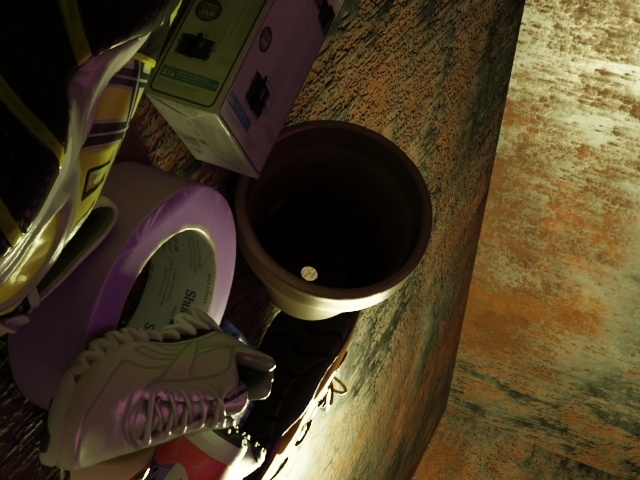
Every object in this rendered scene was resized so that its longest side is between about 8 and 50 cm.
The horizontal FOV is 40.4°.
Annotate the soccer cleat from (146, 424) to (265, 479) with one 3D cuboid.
[{"bbox_3d":[-0.141,0.263,1.029,0.116,0.109,0.318,-53,172,-11],"label":"soccer cleat"}]

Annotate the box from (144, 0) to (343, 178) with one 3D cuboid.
[{"bbox_3d":[-0.069,-0.237,0.972,0.290,0.087,0.169,-66,161,-15],"label":"box"}]

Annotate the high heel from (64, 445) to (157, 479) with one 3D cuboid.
[{"bbox_3d":[-0.256,0.285,1.019,0.186,0.093,0.261,123,-16,-57],"label":"high heel"}]

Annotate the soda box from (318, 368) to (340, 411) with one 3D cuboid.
[{"bbox_3d":[0.000,0.239,1.650,0.058,0.063,0.183,-51,153,-43],"label":"soda box"}]

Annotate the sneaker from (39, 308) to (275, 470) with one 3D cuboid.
[{"bbox_3d":[-0.142,0.141,0.818,0.292,0.118,0.110,-22,130,-64],"label":"sneaker"}]

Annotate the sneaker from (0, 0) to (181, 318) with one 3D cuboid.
[{"bbox_3d":[-0.205,-0.117,0.654,0.147,0.145,0.384,109,4,-60],"label":"sneaker"}]

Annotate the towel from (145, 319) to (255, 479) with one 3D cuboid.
[{"bbox_3d":[-0.184,0.285,1.203,0.336,0.040,0.243,-58,160,-14],"label":"towel"}]

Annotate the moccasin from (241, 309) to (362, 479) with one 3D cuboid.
[{"bbox_3d":[-0.037,0.232,1.425,0.380,0.139,0.147,-67,162,-10],"label":"moccasin"}]

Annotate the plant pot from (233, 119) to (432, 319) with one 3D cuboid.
[{"bbox_3d":[0.000,0.000,1.210,0.263,0.263,0.229,-61,177,-28],"label":"plant pot"}]

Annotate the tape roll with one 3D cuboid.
[{"bbox_3d":[-0.195,0.061,0.907,0.275,0.090,0.274,-55,156,-39],"label":"tape roll"}]

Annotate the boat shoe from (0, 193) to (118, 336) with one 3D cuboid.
[{"bbox_3d":[-0.264,0.037,0.692,0.267,0.088,0.096,-49,152,-47],"label":"boat shoe"}]
